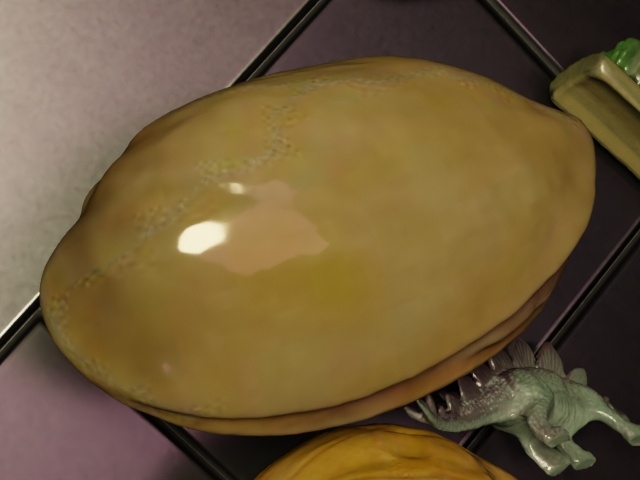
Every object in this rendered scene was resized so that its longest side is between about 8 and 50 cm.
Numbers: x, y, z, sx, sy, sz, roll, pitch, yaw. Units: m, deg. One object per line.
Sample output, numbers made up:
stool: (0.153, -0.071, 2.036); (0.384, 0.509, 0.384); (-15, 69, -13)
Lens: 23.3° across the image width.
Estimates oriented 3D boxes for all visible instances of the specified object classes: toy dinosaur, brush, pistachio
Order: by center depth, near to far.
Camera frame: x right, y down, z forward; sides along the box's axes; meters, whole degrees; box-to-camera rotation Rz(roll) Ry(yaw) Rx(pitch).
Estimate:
pistachio: (0.000, 0.000, 0.768); (0.293, 0.162, 0.181); (-11, 59, -29)
toy dinosaur: (0.107, 0.090, 0.850); (0.209, 0.082, 0.039); (6, 127, -49)
brush: (0.253, -0.018, 0.932); (0.282, 0.054, 0.048); (41, 63, -15)

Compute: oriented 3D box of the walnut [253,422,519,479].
walnut: (0.051, 0.192, 0.775); (0.226, 0.193, 0.193); (30, 78, -13)
